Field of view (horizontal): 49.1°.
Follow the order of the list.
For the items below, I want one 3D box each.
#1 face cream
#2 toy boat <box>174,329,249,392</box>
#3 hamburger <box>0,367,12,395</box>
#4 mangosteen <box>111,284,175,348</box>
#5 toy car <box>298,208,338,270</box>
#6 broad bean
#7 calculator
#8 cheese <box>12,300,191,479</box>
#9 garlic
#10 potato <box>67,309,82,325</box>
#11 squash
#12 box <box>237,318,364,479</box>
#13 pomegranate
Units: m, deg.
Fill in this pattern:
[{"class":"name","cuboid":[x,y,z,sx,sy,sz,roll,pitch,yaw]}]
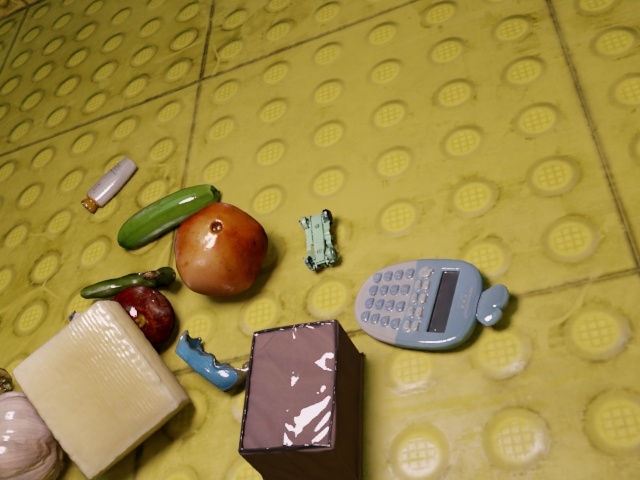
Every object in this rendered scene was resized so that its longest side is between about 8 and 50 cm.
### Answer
[{"class":"face cream","cuboid":[-0.593,-0.156,1.965,0.072,0.051,0.182,33,76,38]},{"class":"toy boat","cuboid":[-0.215,0.241,1.424,0.185,0.075,0.077,29,81,38]},{"class":"hamburger","cuboid":[-0.794,0.349,1.608,0.185,0.177,0.113,-52,34,22]},{"class":"mangosteen","cuboid":[-0.412,0.179,1.539,0.181,0.156,0.145,-29,69,25]},{"class":"toy car","cuboid":[0.000,0.000,1.508,0.073,0.054,0.143,-20,52,16]},{"class":"broad bean","cuboid":[-0.433,0.095,1.632,0.292,0.144,0.049,-14,82,42]},{"class":"calculator","cuboid":[0.201,0.117,1.310,0.303,0.042,0.188,2,56,31]},{"class":"cheese","cuboid":[-0.432,0.292,1.390,0.242,0.124,0.265,-39,81,-5]},{"class":"garlic","cuboid":[-0.602,0.420,1.423,0.152,0.228,0.228,-10,47,-8]},{"class":"potato","cuboid":[-0.557,0.229,1.626,0.061,0.086,0.122,0,53,12]},{"class":"squash","cuboid":[-0.389,-0.066,1.759,0.292,0.082,0.082,-27,47,8]},{"class":"box","cuboid":[-0.028,0.286,1.232,0.188,0.153,0.252,-10,50,22]},{"class":"pomegranate","cuboid":[-0.213,0.019,1.517,0.209,0.209,0.209,-15,49,19]}]
